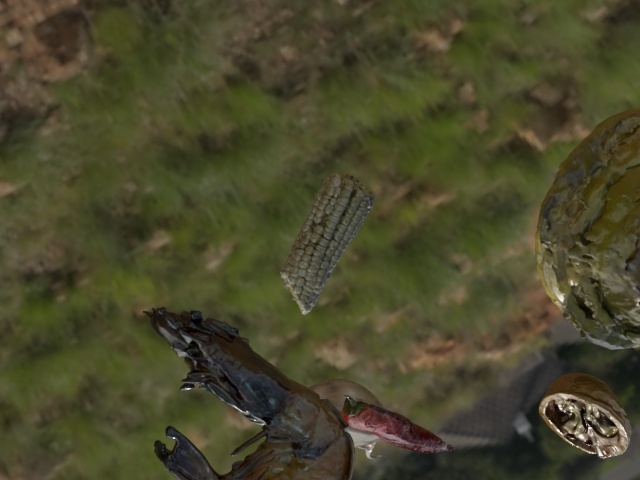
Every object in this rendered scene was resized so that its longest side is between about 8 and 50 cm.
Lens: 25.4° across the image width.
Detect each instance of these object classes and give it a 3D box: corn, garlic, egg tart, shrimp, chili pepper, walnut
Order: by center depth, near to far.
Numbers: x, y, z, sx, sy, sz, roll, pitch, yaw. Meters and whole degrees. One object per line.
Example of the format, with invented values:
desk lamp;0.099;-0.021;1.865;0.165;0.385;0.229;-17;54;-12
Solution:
chili pepper;0.075;0.185;1.381;0.045;0.027;0.178;5;163;42
egg tart;0.366;-0.006;1.449;0.294;0.123;0.294;-7;111;-20
walnut;0.282;0.175;1.481;0.121;0.091;0.052;53;52;-38
shrimp;-0.102;0.199;1.537;0.178;0.289;0.075;-54;-171;-23
corn;0.000;0.000;2.071;0.211;0.087;0.087;-58;154;-2
garlic;0.058;0.326;2.522;0.266;0.128;0.148;28;158;-31
